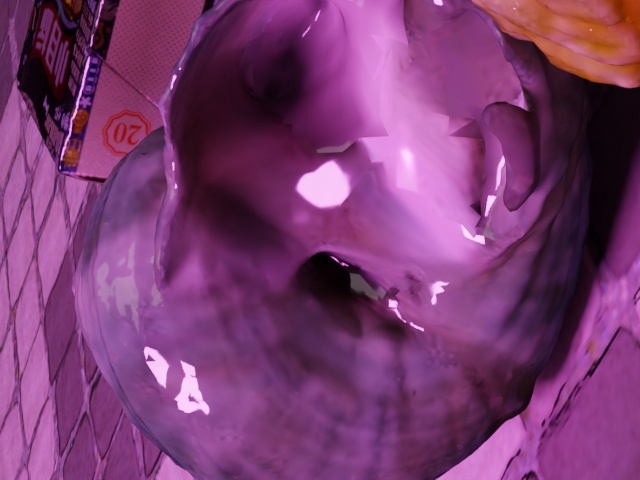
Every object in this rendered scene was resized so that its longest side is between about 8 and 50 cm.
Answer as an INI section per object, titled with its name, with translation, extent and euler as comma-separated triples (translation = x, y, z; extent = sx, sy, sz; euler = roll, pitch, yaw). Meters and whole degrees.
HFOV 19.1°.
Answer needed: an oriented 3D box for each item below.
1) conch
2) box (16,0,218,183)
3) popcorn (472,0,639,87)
[conch]
translation = 0.000, 0.000, 0.735
extent = 0.277, 0.220, 0.195
euler = -17, 46, 45
[box]
translation = -0.126, -0.213, 1.319
extent = 0.198, 0.084, 0.310
euler = -128, 50, -61
[popcorn]
translation = 0.104, -0.155, 0.582
extent = 0.212, 0.198, 0.198
euler = -69, 24, 13
